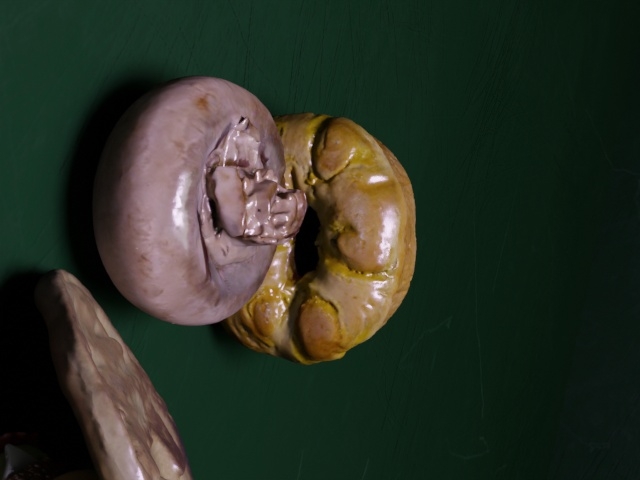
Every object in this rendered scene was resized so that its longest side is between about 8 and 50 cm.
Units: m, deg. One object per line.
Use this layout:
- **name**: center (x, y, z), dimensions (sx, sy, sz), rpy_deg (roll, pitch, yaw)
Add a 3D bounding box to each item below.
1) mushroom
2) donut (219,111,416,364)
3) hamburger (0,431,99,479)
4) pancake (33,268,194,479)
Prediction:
- **mushroom**: center (-0.100, -0.035, 1.065), dimensions (0.226, 0.178, 0.227), rpy_deg (0, 90, -71)
- **donut**: center (0.000, 0.000, 1.251), dimensions (0.128, 0.208, 0.262), rpy_deg (-1, 104, -65)
- **hamburger**: center (-0.228, 0.243, 0.934), dimensions (0.175, 0.136, 0.175), rpy_deg (-40, 136, -54)
- **pancake**: center (-0.160, 0.155, 0.978), dimensions (0.295, 0.049, 0.294), rpy_deg (64, -3, 7)
